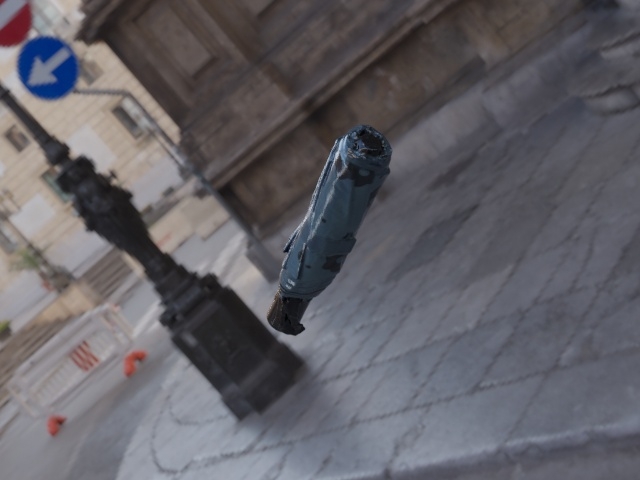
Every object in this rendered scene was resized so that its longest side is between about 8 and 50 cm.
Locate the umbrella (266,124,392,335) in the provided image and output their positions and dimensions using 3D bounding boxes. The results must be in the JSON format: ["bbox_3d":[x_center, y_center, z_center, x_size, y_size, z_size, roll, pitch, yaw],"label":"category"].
[{"bbox_3d":[-0.001,-0.002,0.856,0.052,0.053,0.250,-1,-37,-24],"label":"umbrella"}]
